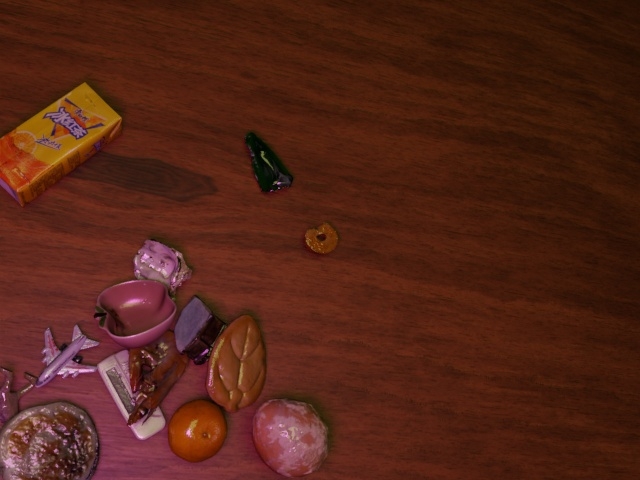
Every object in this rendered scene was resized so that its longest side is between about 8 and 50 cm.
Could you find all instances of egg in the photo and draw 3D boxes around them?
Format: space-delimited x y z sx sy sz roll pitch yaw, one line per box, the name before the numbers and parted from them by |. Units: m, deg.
egg | -0.079 0.509 1.561 0.233 0.195 0.195 39 64 -18

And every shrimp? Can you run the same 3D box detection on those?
shrimp | -0.437 0.336 1.523 0.152 0.063 0.287 38 39 -9

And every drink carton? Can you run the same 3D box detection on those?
drink carton | -0.730 -0.267 1.651 0.154 0.111 0.351 44 63 -1

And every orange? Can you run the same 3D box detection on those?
orange | -0.316 0.483 1.529 0.155 0.134 0.154 2 87 -36

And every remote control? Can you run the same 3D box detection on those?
remote control | -0.482 0.397 1.537 0.090 0.049 0.230 -27 78 -26

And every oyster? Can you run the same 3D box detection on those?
oyster | -0.437 0.094 1.654 0.163 0.081 0.191 3 85 7

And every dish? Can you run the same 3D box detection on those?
dish | -0.478 0.201 1.557 0.213 0.090 0.213 2 39 -1

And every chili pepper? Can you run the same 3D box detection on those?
chili pepper | -0.171 -0.239 1.855 0.108 0.062 0.216 -31 82 -25

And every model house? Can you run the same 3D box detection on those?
model house | -0.311 0.259 1.624 0.152 0.106 0.165 50 60 -41

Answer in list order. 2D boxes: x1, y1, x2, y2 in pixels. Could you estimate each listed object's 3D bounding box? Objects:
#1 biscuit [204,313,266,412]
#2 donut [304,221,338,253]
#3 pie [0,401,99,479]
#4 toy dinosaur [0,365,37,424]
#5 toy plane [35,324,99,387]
biscuit | -0.217 0.327 1.606 0.203 0.041 0.260 21 71 -41
donut | 0.000 0.000 1.840 0.108 0.043 0.097 -18 78 -24
pie | -0.639 0.495 1.420 0.240 0.054 0.240 17 57 -28
toy dinosaur | -0.762 0.413 1.443 0.251 0.072 0.199 35 75 -18
toy plane | -0.646 0.299 1.507 0.162 0.065 0.171 38 68 1
